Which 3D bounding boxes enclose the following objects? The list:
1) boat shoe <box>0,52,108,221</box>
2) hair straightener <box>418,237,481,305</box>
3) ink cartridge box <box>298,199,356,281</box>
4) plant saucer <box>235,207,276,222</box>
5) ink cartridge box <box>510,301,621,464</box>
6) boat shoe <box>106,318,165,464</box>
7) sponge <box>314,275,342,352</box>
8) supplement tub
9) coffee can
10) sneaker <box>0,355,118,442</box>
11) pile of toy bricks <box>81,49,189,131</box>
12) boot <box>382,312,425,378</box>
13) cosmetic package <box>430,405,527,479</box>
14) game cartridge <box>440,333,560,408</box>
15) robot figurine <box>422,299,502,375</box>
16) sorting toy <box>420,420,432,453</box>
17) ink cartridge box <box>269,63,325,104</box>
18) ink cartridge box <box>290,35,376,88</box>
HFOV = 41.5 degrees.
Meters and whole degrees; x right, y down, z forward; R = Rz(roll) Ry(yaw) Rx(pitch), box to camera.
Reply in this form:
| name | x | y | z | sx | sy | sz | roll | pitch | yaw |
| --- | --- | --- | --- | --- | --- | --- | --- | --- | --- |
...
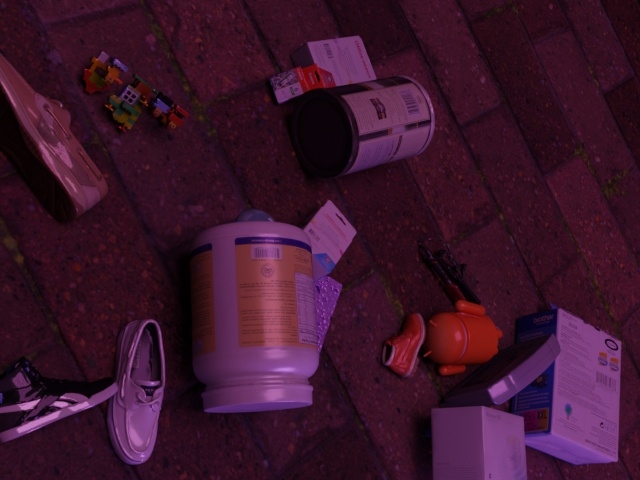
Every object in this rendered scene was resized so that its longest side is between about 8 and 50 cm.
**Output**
| name | x | y | z | sx | sy | sz | roll | pitch | yaw |
| --- | --- | --- | --- | --- | --- | --- | --- | --- | --- |
| boat shoe | -0.508 | -0.200 | 1.511 | 0.110 | 0.121 | 0.341 | -45 | 114 | -42 |
| hair straightener | 0.325 | 0.080 | 2.111 | 0.230 | 0.047 | 0.089 | 50 | 52 | -8 |
| ink cartridge box | 0.000 | 0.000 | 1.846 | 0.104 | 0.061 | 0.181 | 50 | 36 | -9 |
| plant saucer | -0.128 | -0.014 | 1.798 | 0.119 | 0.021 | 0.119 | 13 | 67 | -34 |
| ink cartridge box | 0.641 | 0.351 | 2.191 | 0.270 | 0.151 | 0.396 | 27 | 62 | -29 |
| boat shoe | -0.325 | 0.267 | 1.513 | 0.095 | 0.084 | 0.258 | 5 | 72 | -37 |
| sponge | -0.032 | 0.160 | 1.809 | 0.117 | 0.031 | 0.210 | 34 | 57 | -25 |
| supplement tub | -0.126 | 0.150 | 1.604 | 0.241 | 0.241 | 0.331 | 7 | 72 | -36 |
| coffee can | 0.099 | -0.263 | 1.938 | 0.275 | 0.201 | 0.202 | -18 | 87 | -40 |
| sneaker | -0.454 | 0.242 | 1.424 | 0.217 | 0.079 | 0.121 | -20 | 90 | -39 |
| pile of toy bricks | -0.368 | -0.264 | 1.654 | 0.212 | 0.118 | 0.105 | 36 | 89 | -34 |
| boot | 0.190 | 0.229 | 1.944 | 0.084 | 0.059 | 0.158 | 28 | 61 | -23 |
| cosmetic package | 0.359 | 0.497 | 1.898 | 0.224 | 0.138 | 0.225 | 24 | 59 | -50 |
| game cartridge | 0.439 | 0.318 | 2.015 | 0.297 | 0.198 | 0.062 | -27 | 93 | -39 |
| robot figurine | 0.331 | 0.230 | 2.006 | 0.219 | 0.158 | 0.128 | 4 | 51 | -37 |
| sorting toy | 0.261 | 0.449 | 1.943 | 0.061 | 0.042 | 0.102 | 35 | 44 | -43 |
| ink cartridge box | -0.053 | -0.358 | 1.921 | 0.115 | 0.029 | 0.063 | -20 | 88 | 1 |
| ink cartridge box | 0.034 | -0.409 | 2.018 | 0.175 | 0.072 | 0.127 | -18 | 87 | -40 |
